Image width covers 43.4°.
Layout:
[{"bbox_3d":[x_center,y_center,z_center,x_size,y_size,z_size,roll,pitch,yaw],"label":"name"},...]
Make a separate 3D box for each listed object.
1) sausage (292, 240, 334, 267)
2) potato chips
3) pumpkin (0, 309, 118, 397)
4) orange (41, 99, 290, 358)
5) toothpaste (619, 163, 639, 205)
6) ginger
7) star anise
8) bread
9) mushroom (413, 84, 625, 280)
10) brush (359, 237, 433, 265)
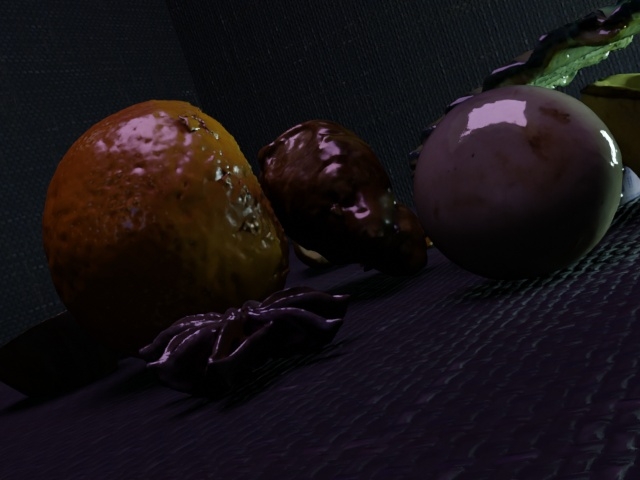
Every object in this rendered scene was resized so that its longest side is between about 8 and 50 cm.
[{"bbox_3d":[0.003,0.004,1.820,0.134,0.116,0.354,-33,0,0],"label":"sausage"},{"bbox_3d":[0.302,-0.211,1.054,0.429,0.070,0.358,-29,-4,-31],"label":"potato chips"},{"bbox_3d":[-0.388,0.178,1.219,0.217,0.110,0.217,-31,0,0],"label":"pumpkin"},{"bbox_3d":[-0.206,-0.004,1.051,0.293,0.341,0.340,-28,3,-2],"label":"orange"},{"bbox_3d":[0.460,-0.100,1.147,0.301,0.075,0.048,-15,10,-42],"label":"toothpaste"},{"bbox_3d":[0.026,-0.045,1.173,0.152,0.274,0.357,-40,3,-8],"label":"ginger"},{"bbox_3d":[-0.079,0.098,0.784,0.212,0.073,0.197,-17,5,-34],"label":"star anise"},{"bbox_3d":[0.453,-0.137,0.994,0.262,0.163,0.204,6,13,28],"label":"bread"},{"bbox_3d":[0.205,-0.045,0.836,0.207,0.207,0.215,-19,-31,9],"label":"mushroom"},{"bbox_3d":[0.159,0.006,1.479,0.218,0.010,0.082,-21,24,33],"label":"brush"}]
